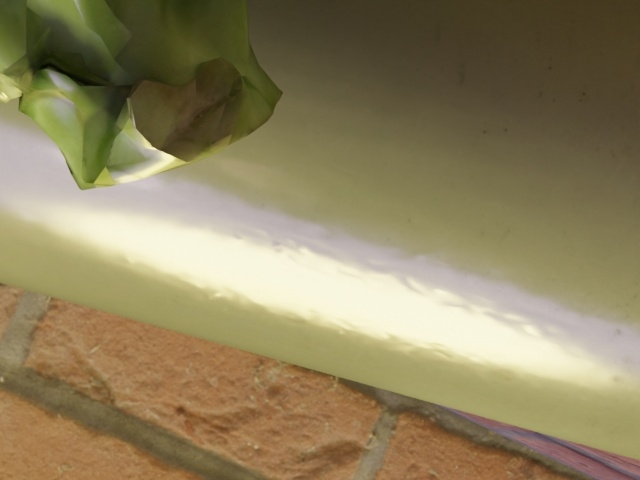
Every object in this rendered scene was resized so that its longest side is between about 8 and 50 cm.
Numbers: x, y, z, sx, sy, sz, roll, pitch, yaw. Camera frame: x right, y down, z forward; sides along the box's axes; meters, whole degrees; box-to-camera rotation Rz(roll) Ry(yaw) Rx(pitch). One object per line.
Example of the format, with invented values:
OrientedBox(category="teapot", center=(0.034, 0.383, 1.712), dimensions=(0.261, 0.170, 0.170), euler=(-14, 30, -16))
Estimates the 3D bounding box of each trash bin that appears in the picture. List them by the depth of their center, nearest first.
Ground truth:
OrientedBox(category="trash bin", center=(-0.021, -0.081, 0.769), dimensions=(0.432, 0.280, 0.280), euler=(18, 170, 3))

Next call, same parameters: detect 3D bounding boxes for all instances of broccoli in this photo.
OrientedBox(category="broccoli", center=(-0.077, -0.153, 0.529), dimensions=(0.270, 0.270, 0.270), euler=(-16, -172, 2))
